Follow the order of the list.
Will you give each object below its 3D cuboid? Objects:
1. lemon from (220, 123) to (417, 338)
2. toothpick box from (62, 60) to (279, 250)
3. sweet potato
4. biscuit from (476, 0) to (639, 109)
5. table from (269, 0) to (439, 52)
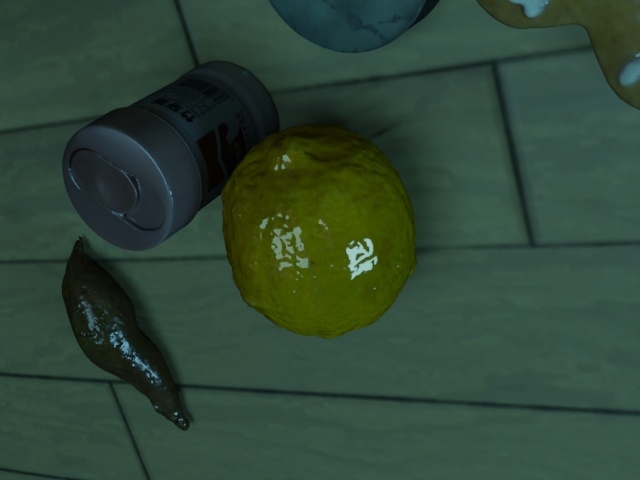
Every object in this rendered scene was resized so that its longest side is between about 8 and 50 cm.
[{"bbox_3d":[0.000,0.000,0.698,0.142,0.142,0.187,15,136,24],"label":"lemon"},{"bbox_3d":[-0.109,-0.068,0.720,0.098,0.149,0.098,14,123,23],"label":"toothpick box"},{"bbox_3d":[-0.196,0.105,0.930,0.068,0.068,0.226,-19,106,37],"label":"sweet potato"},{"bbox_3d":[0.197,-0.239,0.502,0.216,0.047,0.340,33,129,10],"label":"biscuit"},{"bbox_3d":[0.021,-0.196,0.635,0.133,0.043,0.133,15,124,24],"label":"table"}]
